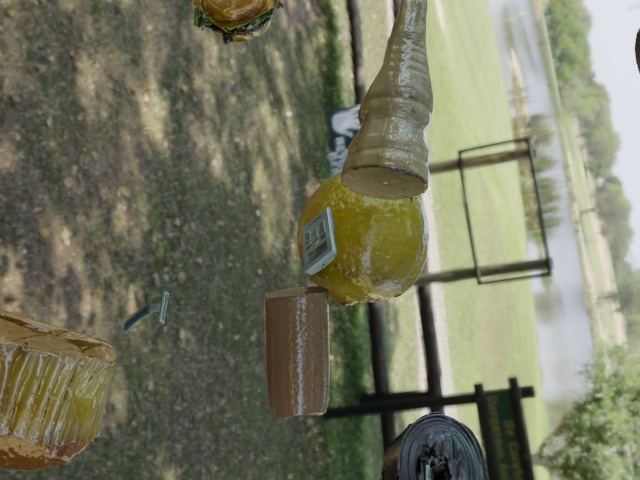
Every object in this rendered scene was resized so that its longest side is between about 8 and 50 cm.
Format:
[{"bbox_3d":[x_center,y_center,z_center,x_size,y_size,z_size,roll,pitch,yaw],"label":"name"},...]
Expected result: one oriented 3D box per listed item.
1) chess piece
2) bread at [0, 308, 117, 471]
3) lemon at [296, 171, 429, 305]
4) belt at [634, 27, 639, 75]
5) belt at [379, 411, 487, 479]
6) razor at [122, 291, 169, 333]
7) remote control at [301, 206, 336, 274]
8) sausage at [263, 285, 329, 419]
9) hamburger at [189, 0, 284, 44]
[{"bbox_3d":[0.116,-0.218,1.138,0.137,0.137,0.301,38,59,-61],"label":"chess piece"},{"bbox_3d":[-0.384,0.160,0.853,0.204,0.288,0.156,-165,-88,-75],"label":"bread"},{"bbox_3d":[0.086,-0.008,1.519,0.293,0.293,0.293,-11,90,-70],"label":"lemon"},{"bbox_3d":[0.609,-0.275,1.235,0.126,0.140,0.230,126,-58,-72],"label":"belt"},{"bbox_3d":[0.119,0.249,0.787,0.058,0.105,0.140,119,-23,-52],"label":"belt"},{"bbox_3d":[-0.382,0.163,1.606,0.037,0.191,0.068,24,57,-31],"label":"razor"},{"bbox_3d":[0.000,0.000,1.238,0.029,0.061,0.162,42,20,-23],"label":"remote control"},{"bbox_3d":[-0.042,0.217,1.410,0.123,0.123,0.253,-11,99,-70],"label":"sausage"},{"bbox_3d":[-0.177,-0.478,1.574,0.164,0.189,0.093,57,-18,30],"label":"hamburger"}]
